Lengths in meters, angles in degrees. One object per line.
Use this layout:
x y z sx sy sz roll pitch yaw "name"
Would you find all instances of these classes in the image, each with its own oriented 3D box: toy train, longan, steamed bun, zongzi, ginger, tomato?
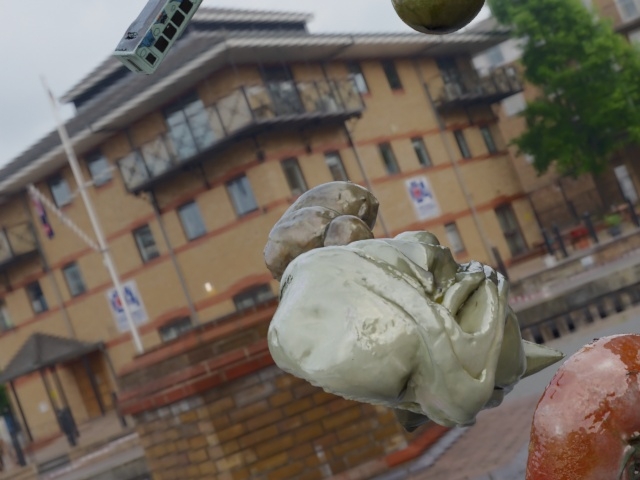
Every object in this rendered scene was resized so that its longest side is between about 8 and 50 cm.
-0.130 -0.256 1.016 0.043 0.047 0.207 12 68 50 "toy train"
0.193 -0.420 1.703 0.154 0.176 0.145 15 -15 -30 "longan"
0.114 0.106 1.393 0.352 0.247 0.339 18 -4 8 "steamed bun"
0.268 0.176 1.865 0.317 0.154 0.289 -17 31 13 "zongzi"
0.000 0.000 1.927 0.244 0.155 0.304 -22 16 7 "ginger"
0.311 0.216 1.059 0.236 0.237 0.095 -19 26 -26 "tomato"
